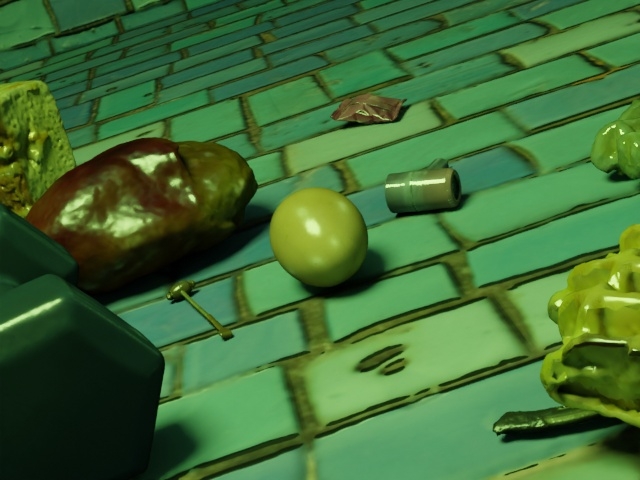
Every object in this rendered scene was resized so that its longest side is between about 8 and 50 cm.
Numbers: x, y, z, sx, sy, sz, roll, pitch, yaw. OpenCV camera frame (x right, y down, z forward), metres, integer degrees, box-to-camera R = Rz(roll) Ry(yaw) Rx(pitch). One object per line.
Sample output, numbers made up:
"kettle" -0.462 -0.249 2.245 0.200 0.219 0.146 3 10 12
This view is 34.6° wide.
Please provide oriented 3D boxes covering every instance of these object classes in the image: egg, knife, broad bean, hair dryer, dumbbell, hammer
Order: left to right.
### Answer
"dumbbell" -0.229 0.075 0.756 0.160 0.144 0.325 -24 24 -19
"broad bean" -0.172 -0.031 0.986 0.228 0.122 0.156 -27 22 -13
"hammer" -0.100 0.059 0.868 0.029 0.014 0.123 -34 29 -14
"egg" 0.000 0.000 0.844 0.080 0.080 0.096 -19 36 -4
"hair dryer" 0.108 -0.059 0.964 0.063 0.037 0.114 -5 18 25
"knife" 0.206 0.079 0.583 0.222 0.021 0.045 -12 26 12

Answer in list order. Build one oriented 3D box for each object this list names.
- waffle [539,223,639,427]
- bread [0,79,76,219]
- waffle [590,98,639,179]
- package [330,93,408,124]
"waffle" 0.272 0.042 0.528 0.309 0.065 0.283 -16 28 -1
"bread" -0.417 -0.079 1.203 0.274 0.185 0.114 0 24 35
"waffle" 0.393 -0.109 0.832 0.291 0.056 0.309 -31 25 -28
"package" 0.060 -0.157 1.228 0.083 0.029 0.059 2 32 21
